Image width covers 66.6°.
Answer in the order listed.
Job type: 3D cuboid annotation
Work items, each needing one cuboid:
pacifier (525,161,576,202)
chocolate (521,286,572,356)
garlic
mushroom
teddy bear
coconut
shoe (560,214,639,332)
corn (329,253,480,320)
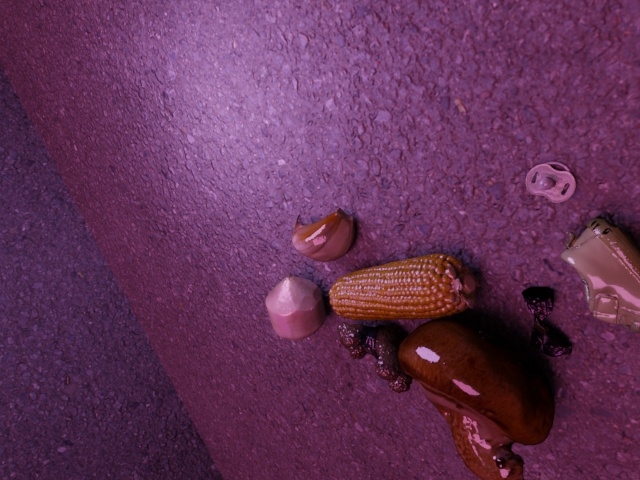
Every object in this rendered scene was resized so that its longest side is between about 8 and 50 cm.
[{"bbox_3d":[0.402,-0.105,0.854,0.083,0.064,0.068,30,112,27],"label":"pacifier"},{"bbox_3d":[0.442,0.167,0.963,0.072,0.070,0.147,-8,102,49],"label":"chocolate"},{"bbox_3d":[-0.007,0.000,1.245,0.207,0.115,0.128,-5,114,46],"label":"garlic"},{"bbox_3d":[0.305,0.320,1.005,0.346,0.259,0.345,30,167,8],"label":"mushroom"},{"bbox_3d":[0.150,0.273,1.238,0.251,0.129,0.182,28,160,49],"label":"teddy bear"},{"bbox_3d":[-0.074,0.179,1.368,0.171,0.171,0.182,6,118,40],"label":"coconut"},{"bbox_3d":[0.511,0.082,0.812,0.128,0.140,0.262,-35,81,37],"label":"shoe"},{"bbox_3d":[0.179,0.114,1.123,0.387,0.144,0.143,-10,104,49],"label":"corn"}]
